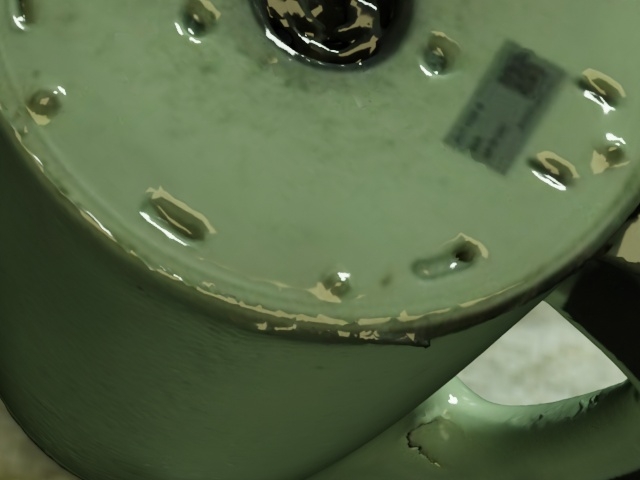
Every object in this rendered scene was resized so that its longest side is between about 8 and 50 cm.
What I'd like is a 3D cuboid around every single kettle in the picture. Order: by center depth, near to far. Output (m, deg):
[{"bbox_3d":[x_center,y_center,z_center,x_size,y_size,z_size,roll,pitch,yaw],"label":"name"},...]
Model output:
[{"bbox_3d":[0.000,0.000,0.502,0.240,0.255,0.165,31,65,-1],"label":"kettle"}]
